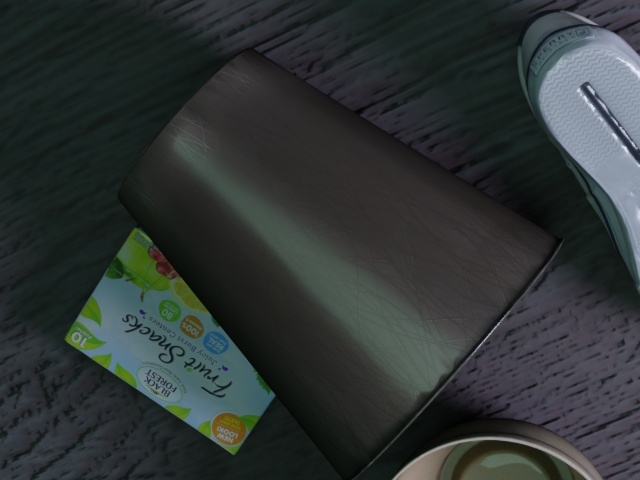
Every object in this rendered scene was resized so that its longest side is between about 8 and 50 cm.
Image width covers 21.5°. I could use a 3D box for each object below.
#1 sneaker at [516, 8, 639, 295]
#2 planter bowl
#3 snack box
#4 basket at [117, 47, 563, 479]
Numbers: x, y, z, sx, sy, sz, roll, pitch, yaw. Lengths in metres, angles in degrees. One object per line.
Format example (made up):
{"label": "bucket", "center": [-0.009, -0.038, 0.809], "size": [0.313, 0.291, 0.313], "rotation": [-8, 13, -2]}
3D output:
{"label": "sneaker", "center": [0.206, -0.042, 1.033], "size": [0.094, 0.091, 0.258], "rotation": [-29, 119, 12]}
{"label": "planter bowl", "center": [0.119, 0.183, 1.099], "size": [0.162, 0.109, 0.162], "rotation": [3, 107, 11]}
{"label": "snack box", "center": [-0.087, 0.064, 1.142], "size": [0.141, 0.037, 0.100], "rotation": [34, 110, 0]}
{"label": "basket", "center": [0.000, 0.000, 1.052], "size": [0.227, 0.154, 0.204], "rotation": [42, 94, 2]}
